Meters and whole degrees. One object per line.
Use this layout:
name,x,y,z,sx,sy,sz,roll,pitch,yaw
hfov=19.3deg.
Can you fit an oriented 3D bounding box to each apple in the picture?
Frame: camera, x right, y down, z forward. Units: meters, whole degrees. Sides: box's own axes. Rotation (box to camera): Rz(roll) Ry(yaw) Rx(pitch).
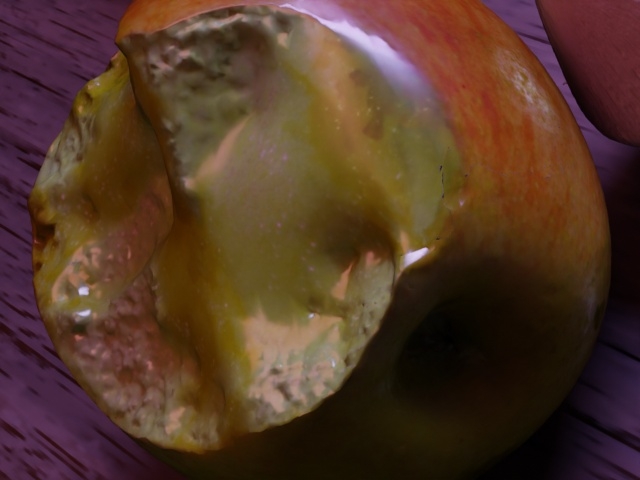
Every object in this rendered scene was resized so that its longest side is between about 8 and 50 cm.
apple,0.000,0.000,0.809,0.246,0.246,0.226,-35,44,4

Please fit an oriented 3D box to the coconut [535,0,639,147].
coconut,0.170,-0.115,0.834,0.183,0.171,0.171,6,38,-17
